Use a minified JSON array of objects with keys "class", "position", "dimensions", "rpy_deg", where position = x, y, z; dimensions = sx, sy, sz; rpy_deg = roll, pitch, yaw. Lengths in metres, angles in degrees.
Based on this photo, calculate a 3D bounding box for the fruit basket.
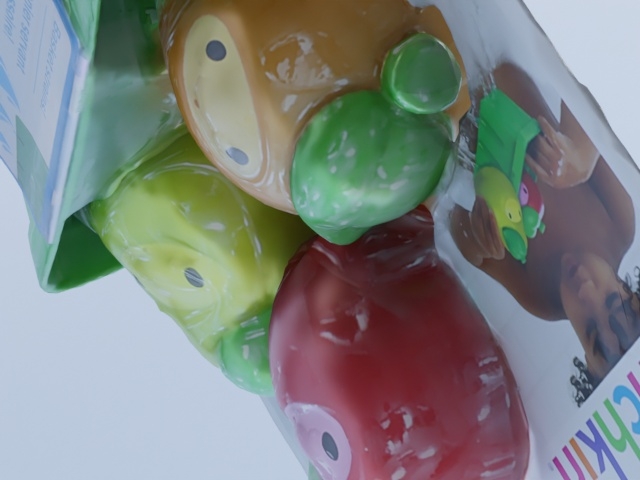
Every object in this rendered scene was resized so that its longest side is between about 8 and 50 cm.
[{"class":"fruit basket","position":[0.000,0.000,0.635],"dimensions":[0.165,0.327,0.353],"rpy_deg":[-18,-111,-21]}]
